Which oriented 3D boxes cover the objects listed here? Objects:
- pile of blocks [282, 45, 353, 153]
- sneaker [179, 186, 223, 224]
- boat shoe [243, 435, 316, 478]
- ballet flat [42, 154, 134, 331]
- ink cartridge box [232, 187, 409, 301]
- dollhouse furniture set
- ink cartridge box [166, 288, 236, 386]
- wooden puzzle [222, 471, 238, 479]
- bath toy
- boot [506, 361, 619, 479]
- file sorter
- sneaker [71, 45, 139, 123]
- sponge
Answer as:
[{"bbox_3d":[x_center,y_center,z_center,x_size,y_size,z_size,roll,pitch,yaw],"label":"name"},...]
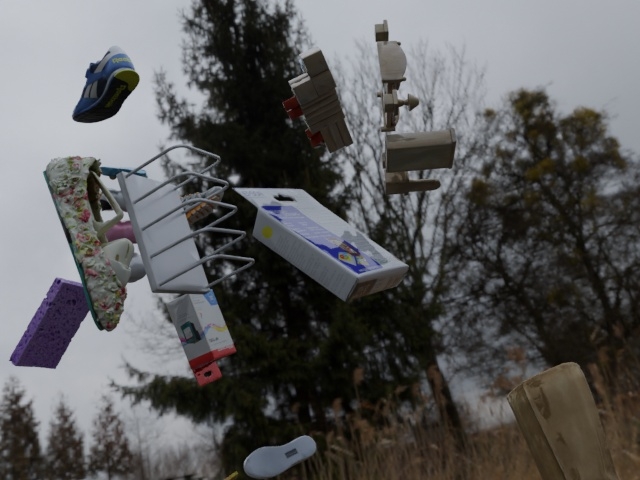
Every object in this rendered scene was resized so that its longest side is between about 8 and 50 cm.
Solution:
[{"bbox_3d":[-0.025,-0.308,1.485,0.112,0.149,0.362,-26,-20,1],"label":"pile of blocks"},{"bbox_3d":[-0.359,-0.089,1.826,0.214,0.083,0.084,-33,-14,-5],"label":"sneaker"},{"bbox_3d":[-0.115,0.580,1.802,0.228,0.080,0.076,-12,-27,-43],"label":"boat shoe"},{"bbox_3d":[-0.282,-0.007,0.862,0.077,0.241,0.091,-21,-11,-8],"label":"ballet flat"},{"bbox_3d":[0.000,0.000,1.371,0.072,0.307,0.303,-62,-21,15],"label":"ink cartridge box"},{"bbox_3d":[0.242,-0.348,1.793,0.173,0.356,0.303,-4,-30,2],"label":"dollhouse furniture set"},{"bbox_3d":[-0.302,0.252,1.782,0.078,0.231,0.134,-25,-7,17],"label":"ink cartridge box"},{"bbox_3d":[-0.187,0.464,1.208,0.078,0.014,0.116,-13,-43,-47],"label":"wooden puzzle"},{"bbox_3d":[-0.592,-0.043,2.009,0.151,0.348,0.129,1,5,19],"label":"bath toy"},{"bbox_3d":[0.349,0.359,1.048,0.236,0.270,0.089,-32,-40,23],"label":"boot"},{"bbox_3d":[-0.285,-0.042,1.490,0.173,0.278,0.193,-26,-15,21],"label":"file sorter"},{"bbox_3d":[-0.308,-0.217,0.964,0.144,0.059,0.053,-32,-16,35],"label":"sneaker"},{"bbox_3d":[-0.588,0.187,1.508,0.210,0.031,0.117,-61,-29,-1],"label":"sponge"}]
